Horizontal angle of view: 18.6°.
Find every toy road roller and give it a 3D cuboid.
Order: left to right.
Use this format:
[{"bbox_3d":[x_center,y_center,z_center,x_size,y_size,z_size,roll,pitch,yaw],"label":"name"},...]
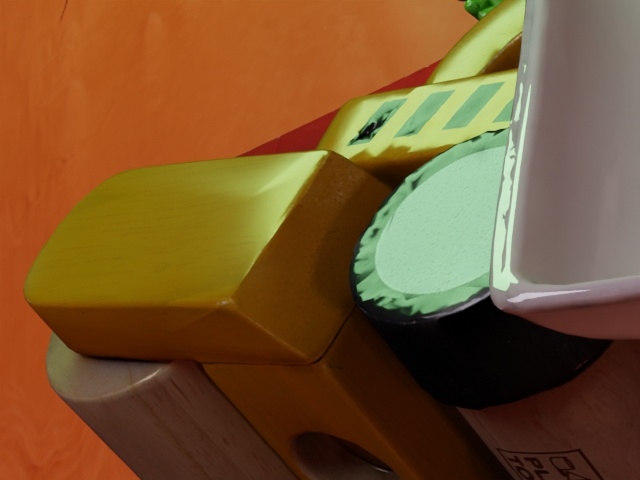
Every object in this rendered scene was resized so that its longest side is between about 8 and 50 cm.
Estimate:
[{"bbox_3d":[0.068,0.011,0.809,0.330,0.202,0.240,-5,44,44],"label":"toy road roller"}]

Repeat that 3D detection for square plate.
[{"bbox_3d":[0.232,-0.070,0.582,0.347,0.049,0.344,-8,24,12],"label":"square plate"}]

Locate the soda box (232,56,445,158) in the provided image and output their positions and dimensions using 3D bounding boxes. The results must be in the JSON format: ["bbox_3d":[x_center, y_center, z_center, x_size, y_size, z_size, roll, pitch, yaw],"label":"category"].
[{"bbox_3d":[0.000,0.000,1.001,0.263,0.083,0.092,-22,45,39],"label":"soda box"}]

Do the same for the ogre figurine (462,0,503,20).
[{"bbox_3d":[0.127,-0.167,0.993,0.118,0.097,0.197,-55,-2,22],"label":"ogre figurine"}]
